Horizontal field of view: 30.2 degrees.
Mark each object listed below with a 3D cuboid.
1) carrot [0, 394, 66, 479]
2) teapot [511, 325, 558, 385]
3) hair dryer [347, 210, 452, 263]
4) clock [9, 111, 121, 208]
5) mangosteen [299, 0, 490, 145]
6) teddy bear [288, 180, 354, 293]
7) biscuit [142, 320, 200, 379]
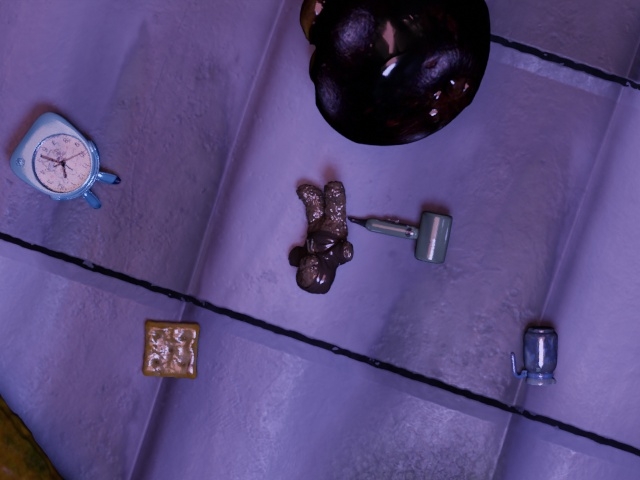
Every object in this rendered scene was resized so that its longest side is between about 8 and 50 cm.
[{"bbox_3d":[-0.514,0.313,1.637,0.241,0.241,0.341,-42,92,3],"label":"carrot"},{"bbox_3d":[0.308,0.165,1.701,0.063,0.049,0.083,1,93,1],"label":"teapot"},{"bbox_3d":[0.111,-0.015,1.705,0.150,0.047,0.071,12,94,7],"label":"hair dryer"},{"bbox_3d":[-0.365,-0.107,1.709,0.147,0.045,0.108,37,94,-1],"label":"clock"},{"bbox_3d":[0.095,-0.271,1.600,0.233,0.287,0.288,-6,92,-8],"label":"mangosteen"},{"bbox_3d":[0.006,0.000,1.691,0.119,0.078,0.161,-3,76,43],"label":"teddy bear"},{"bbox_3d":[-0.218,0.160,1.730,0.081,0.018,0.083,5,92,2],"label":"biscuit"}]
